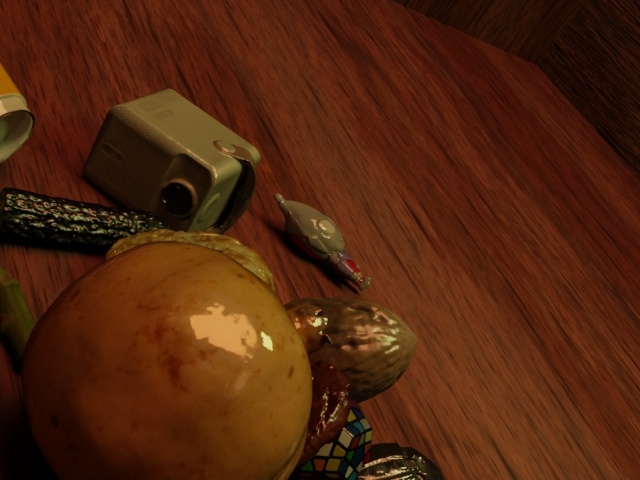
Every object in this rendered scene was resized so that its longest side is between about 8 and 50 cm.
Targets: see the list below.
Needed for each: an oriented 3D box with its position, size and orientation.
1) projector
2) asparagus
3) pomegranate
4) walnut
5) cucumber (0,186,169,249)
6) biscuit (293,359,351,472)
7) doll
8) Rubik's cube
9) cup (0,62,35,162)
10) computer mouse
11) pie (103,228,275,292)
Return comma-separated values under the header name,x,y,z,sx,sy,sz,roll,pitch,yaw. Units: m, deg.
name,x,y,z,sx,sy,sz,roll,pitch,yaw
projector,-0.224,-0.115,1.741,0.242,0.163,0.177,36,27,7
asparagus,-0.379,0.088,1.351,0.045,0.041,0.178,-28,55,-11
pomegranate,-0.143,0.156,1.194,0.342,0.342,0.342,28,27,-15
walnut,0.022,0.156,1.534,0.178,0.230,0.178,-9,90,-79
cucumber,-0.330,-0.024,1.562,0.300,0.072,0.072,8,37,-44
biscuit,-0.048,0.222,1.373,0.192,0.192,0.049,-86,151,-61
doll,0.000,0.000,1.921,0.227,0.075,0.102,46,9,-3
Rubik's cube,0.003,0.261,1.435,0.112,0.133,0.133,17,15,30
cup,-0.541,-0.239,1.559,0.280,0.196,0.196,48,28,9
computer mouse,0.108,0.326,1.509,0.192,0.062,0.106,13,34,-41
pie,-0.182,0.057,1.551,0.248,0.090,0.201,15,30,-6
